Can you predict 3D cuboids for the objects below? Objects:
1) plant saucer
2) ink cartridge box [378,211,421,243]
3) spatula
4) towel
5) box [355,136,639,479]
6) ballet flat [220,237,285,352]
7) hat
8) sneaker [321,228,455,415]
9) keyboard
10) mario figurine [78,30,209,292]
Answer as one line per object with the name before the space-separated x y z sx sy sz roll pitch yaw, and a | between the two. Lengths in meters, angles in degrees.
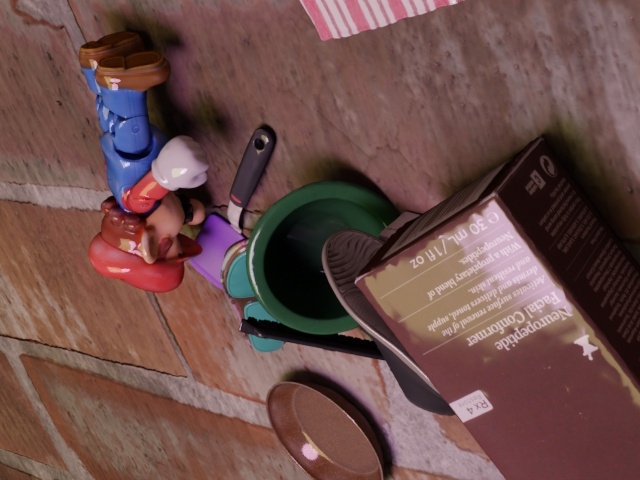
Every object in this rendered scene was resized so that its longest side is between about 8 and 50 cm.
plant saucer | 0.013 0.255 1.788 0.199 0.036 0.198 29 141 27
ink cartridge box | 0.120 0.038 1.436 0.088 0.052 0.122 15 135 40
spatula | -0.098 -0.037 1.633 0.084 0.030 0.296 41 145 11
towel | 0.037 -0.267 1.257 0.197 0.029 0.144 -6 118 49
box | 0.229 0.119 1.276 0.191 0.143 0.381 -35 97 38
ballet flat | -0.078 0.048 1.644 0.221 0.077 0.079 79 -178 -52
hat | 0.000 0.000 1.560 0.208 0.183 0.173 -42 104 14
sneaker | 0.075 0.094 1.422 0.222 0.083 0.118 50 160 14
keyboard | -0.002 0.114 1.574 0.180 0.023 0.108 13 176 -17
mario figurine | -0.193 -0.086 1.626 0.170 0.198 0.320 3 121 10
